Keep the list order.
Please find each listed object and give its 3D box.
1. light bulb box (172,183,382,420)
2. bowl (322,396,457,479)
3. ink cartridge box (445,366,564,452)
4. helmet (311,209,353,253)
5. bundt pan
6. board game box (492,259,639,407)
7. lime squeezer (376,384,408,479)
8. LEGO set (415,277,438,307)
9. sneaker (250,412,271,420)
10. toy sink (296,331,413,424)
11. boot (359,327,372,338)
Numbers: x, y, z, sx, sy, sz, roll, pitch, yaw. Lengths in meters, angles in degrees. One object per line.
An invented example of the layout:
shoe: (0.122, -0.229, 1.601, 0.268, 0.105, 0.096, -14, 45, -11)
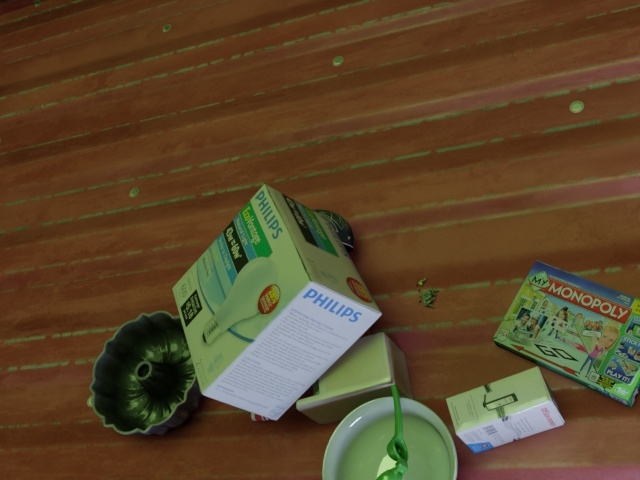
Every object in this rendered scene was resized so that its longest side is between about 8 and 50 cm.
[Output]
light bulb box: (-0.111, 0.137, 1.904, 0.361, 0.225, 0.358, -47, 40, 17)
bowl: (0.164, 0.492, 1.790, 0.298, 0.134, 0.298, -13, 58, 21)
ink cartridge box: (0.383, 0.353, 1.748, 0.203, 0.148, 0.086, -23, 53, 13)
helmet: (0.000, 0.000, 2.139, 0.169, 0.169, 0.161, 39, 101, 37)
bundt pan: (-0.423, 0.355, 2.177, 0.331, 0.124, 0.331, -13, 57, 21)
board game box: (0.559, 0.192, 1.814, 0.317, 0.046, 0.213, 23, 76, 35)
lime squeezer: (0.136, 0.449, 1.724, 0.110, 0.059, 0.310, -8, 55, 61)
LEGO set: (0.251, 0.125, 2.023, 0.054, 0.023, 0.083, -45, 53, -2)
sneaker: (-0.128, 0.382, 2.060, 0.067, 0.042, 0.118, -2, 70, 31)
toy sink: (0.070, 0.314, 1.930, 0.234, 0.153, 0.131, -19, 56, 18)
boot: (-0.012, 0.205, 2.078, 0.283, 0.109, 0.220, -21, 59, 7)
